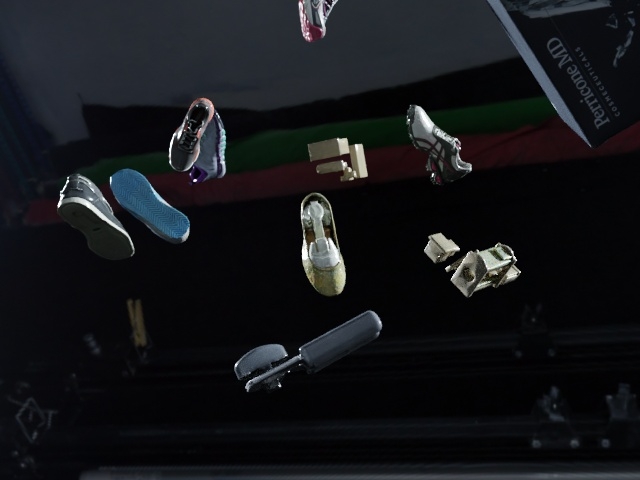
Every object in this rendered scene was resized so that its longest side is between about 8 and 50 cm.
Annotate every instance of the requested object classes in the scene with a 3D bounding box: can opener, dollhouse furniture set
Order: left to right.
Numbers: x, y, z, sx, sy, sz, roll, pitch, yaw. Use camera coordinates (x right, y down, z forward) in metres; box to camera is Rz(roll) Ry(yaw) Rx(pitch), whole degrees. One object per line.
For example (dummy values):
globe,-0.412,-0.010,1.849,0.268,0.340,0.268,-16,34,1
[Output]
can opener,-0.024,0.199,1.245,0.283,0.076,0.095,-27,-112,-15
dollhouse furniture set,0.060,-0.274,2.259,0.123,0.144,0.151,-6,-173,35
dollhouse furniture set,0.364,0.021,1.510,0.182,0.101,0.161,-13,-129,-39

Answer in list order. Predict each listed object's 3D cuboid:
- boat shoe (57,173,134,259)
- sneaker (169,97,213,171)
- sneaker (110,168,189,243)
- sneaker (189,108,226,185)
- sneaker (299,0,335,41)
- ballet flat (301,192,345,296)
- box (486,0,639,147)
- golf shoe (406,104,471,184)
boat shoe,-0.423,-0.037,1.270,0.084,0.233,0.079,-14,-123,4
sneaker,-0.265,-0.212,1.321,0.061,0.158,0.065,21,-169,-10
sneaker,-0.408,-0.075,1.559,0.229,0.092,0.087,43,-110,5
sneaker,-0.293,-0.232,1.633,0.098,0.223,0.083,-30,-129,-28
sneaker,0.015,-0.580,1.504,0.112,0.121,0.299,7,-119,5
ballet flat,0.000,0.000,1.960,0.123,0.123,0.348,-13,-127,3
box,0.488,-0.489,1.023,0.472,0.480,0.297,-34,-169,20
golf shoe,0.346,-0.293,1.937,0.120,0.273,0.105,-13,-145,34
